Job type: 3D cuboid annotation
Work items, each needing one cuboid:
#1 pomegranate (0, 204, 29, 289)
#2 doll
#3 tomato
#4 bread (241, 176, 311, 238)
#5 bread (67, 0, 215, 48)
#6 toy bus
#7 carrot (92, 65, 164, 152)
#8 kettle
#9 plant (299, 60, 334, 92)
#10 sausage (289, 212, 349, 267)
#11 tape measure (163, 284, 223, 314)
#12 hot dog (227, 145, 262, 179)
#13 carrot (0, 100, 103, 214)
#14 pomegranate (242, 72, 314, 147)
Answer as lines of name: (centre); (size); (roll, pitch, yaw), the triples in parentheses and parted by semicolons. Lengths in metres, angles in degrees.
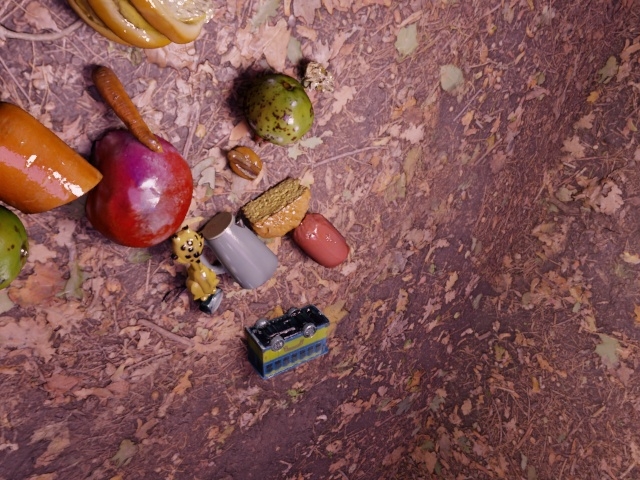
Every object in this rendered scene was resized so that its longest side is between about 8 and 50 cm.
pomegranate: (-0.824, 0.021, 1.070); (0.302, 0.236, 0.235); (-5, 123, -6)
doll: (-0.382, 0.073, 1.458); (0.117, 0.086, 0.291); (-38, 141, -26)
tomato: (-0.460, -0.124, 1.282); (0.290, 0.176, 0.334); (2, 113, -42)
bread: (-0.137, -0.099, 1.587); (0.229, 0.143, 0.139); (-34, 143, -13)
bread: (-0.399, -0.536, 1.003); (0.270, 0.211, 0.315); (-7, 156, 10)
toy bus: (-0.125, 0.392, 1.881); (0.312, 0.152, 0.190); (-17, 125, -29)
carrot: (-0.473, -0.315, 1.171); (0.059, 0.059, 0.247); (-37, 105, -15)
kettle: (-0.292, 0.037, 1.556); (0.211, 0.160, 0.243); (-26, 128, 14)
plant: (-0.024, -0.484, 1.464); (0.122, 0.104, 0.116); (-37, 115, 19)
sausage: (0.000, 0.000, 1.740); (0.152, 0.152, 0.280); (-49, 132, -3)
tape measure: (-0.423, 0.187, 1.603); (0.180, 0.104, 0.107); (9, 151, -5)
hot dog: (-0.233, -0.242, 1.467); (0.090, 0.060, 0.140); (-50, 132, -8)
carrot: (-0.686, -0.187, 1.046); (0.214, 0.193, 0.331); (-42, 131, -4)
pomegranate: (-0.135, -0.362, 1.396); (0.214, 0.214, 0.248); (-10, 158, -34)
